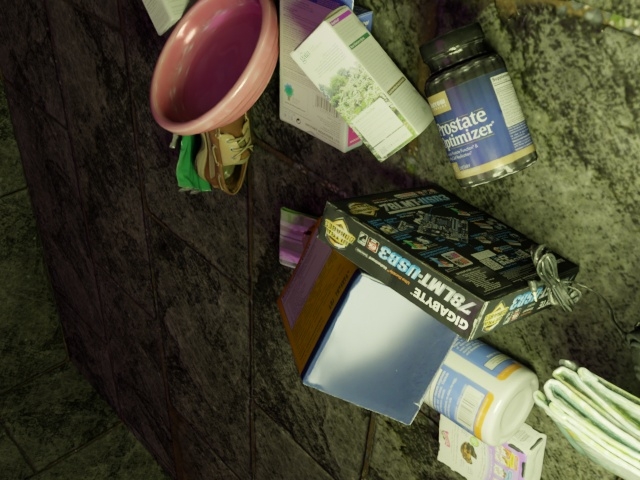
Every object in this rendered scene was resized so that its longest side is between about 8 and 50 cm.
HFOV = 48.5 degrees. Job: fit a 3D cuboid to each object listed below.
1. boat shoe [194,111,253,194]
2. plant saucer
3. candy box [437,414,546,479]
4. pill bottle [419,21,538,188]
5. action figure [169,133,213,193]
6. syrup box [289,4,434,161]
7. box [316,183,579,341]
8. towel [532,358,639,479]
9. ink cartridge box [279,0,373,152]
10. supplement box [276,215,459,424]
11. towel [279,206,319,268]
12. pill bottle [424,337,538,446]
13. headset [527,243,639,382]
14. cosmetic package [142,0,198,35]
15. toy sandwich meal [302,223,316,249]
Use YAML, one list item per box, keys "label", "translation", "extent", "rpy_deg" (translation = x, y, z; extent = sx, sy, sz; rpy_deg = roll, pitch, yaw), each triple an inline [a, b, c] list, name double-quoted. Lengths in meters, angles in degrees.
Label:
- label: "boat shoe"
  translation: [-0.200, -0.226, 1.598]
  extent: [0.120, 0.122, 0.324]
  rpy_deg: [43, 150, 17]
- label: "plant saucer"
  translation: [-0.199, -0.349, 1.398]
  extent: [0.332, 0.084, 0.332]
  rpy_deg: [-20, 57, 34]
- label: "candy box"
  translation: [0.325, 0.401, 1.373]
  extent: [0.196, 0.070, 0.164]
  rpy_deg: [27, 133, 40]
- label: "pill bottle"
  translation: [0.226, -0.197, 1.043]
  extent: [0.123, 0.123, 0.219]
  rpy_deg: [-14, 100, 55]
- label: "action figure"
  translation: [-0.325, -0.232, 1.736]
  extent: [0.064, 0.137, 0.232]
  rpy_deg: [-10, 81, 21]
- label: "syrup box"
  translation: [0.071, -0.257, 1.167]
  extent: [0.237, 0.096, 0.093]
  rpy_deg: [49, 131, -7]
- label: "box"
  translation: [0.196, 0.016, 1.078]
  extent: [0.293, 0.296, 0.073]
  rpy_deg: [33, 119, 33]
- label: "towel"
  translation: [0.471, 0.306, 0.942]
  extent: [0.320, 0.090, 0.374]
  rpy_deg: [30, 174, 41]
- label: "ink cartridge box"
  translation: [0.005, -0.334, 1.293]
  extent: [0.186, 0.065, 0.311]
  rpy_deg: [33, 139, 34]
- label: "supplement box"
  translation: [0.070, 0.118, 1.213]
  extent: [0.194, 0.195, 0.356]
  rpy_deg: [-63, 16, 10]
- label: "towel"
  translation: [-0.043, 0.005, 1.586]
  extent: [0.113, 0.023, 0.152]
  rpy_deg: [16, 129, 18]
- label: "pill bottle"
  translation: [0.242, 0.240, 1.299]
  extent: [0.272, 0.152, 0.152]
  rpy_deg: [30, 134, 39]
- label: "headset"
  translation: [0.439, 0.082, 0.836]
  extent: [0.394, 0.243, 0.185]
  rpy_deg: [8, 141, 52]
- label: "cosmetic package"
  translation: [-0.335, -0.570, 1.524]
  extent: [0.085, 0.117, 0.231]
  rpy_deg: [-22, 94, 54]
- label: "toy sandwich meal"
  translation: [0.000, 0.000, 1.528]
  extent: [0.086, 0.029, 0.085]
  rpy_deg: [11, 125, 16]
